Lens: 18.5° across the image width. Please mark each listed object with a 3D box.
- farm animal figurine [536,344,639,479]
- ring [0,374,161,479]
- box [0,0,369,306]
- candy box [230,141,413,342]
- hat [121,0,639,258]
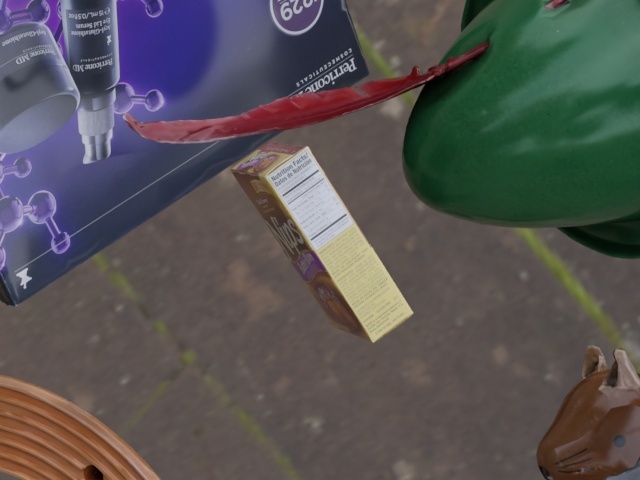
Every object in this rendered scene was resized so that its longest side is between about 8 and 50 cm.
[{"bbox_3d":[0.196,0.022,0.511,0.327,0.330,0.172,-10,79,-5],"label":"farm animal figurine"},{"bbox_3d":[-0.195,0.242,1.222,0.336,0.336,0.032,61,31,3],"label":"ring"},{"bbox_3d":[-0.119,-0.114,1.071,0.261,0.103,0.184,-35,125,-26],"label":"box"},{"bbox_3d":[0.000,0.000,1.790,0.053,0.109,0.186,-35,105,-13],"label":"candy box"},{"bbox_3d":[0.058,-0.038,0.917,0.183,0.208,0.173,-25,91,-31],"label":"hat"}]
